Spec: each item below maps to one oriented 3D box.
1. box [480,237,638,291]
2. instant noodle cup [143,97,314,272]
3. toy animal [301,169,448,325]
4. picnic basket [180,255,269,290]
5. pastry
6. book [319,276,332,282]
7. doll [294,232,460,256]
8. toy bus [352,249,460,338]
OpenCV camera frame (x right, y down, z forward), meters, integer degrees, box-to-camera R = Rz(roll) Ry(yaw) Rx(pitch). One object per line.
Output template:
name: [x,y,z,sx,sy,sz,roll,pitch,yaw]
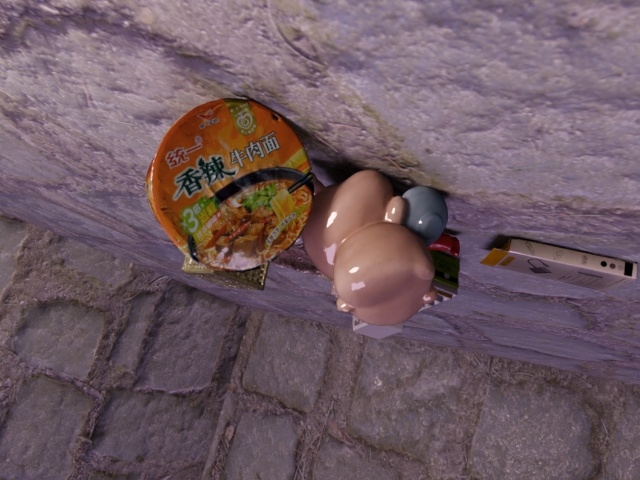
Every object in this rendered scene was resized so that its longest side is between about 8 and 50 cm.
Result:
box: [0.438,0.044,0.978,0.247,0.033,0.129,13,166,7]
instant noodle cup: [-0.152,-0.078,0.764,0.230,0.230,0.182,23,172,-31]
toy animal: [0.077,0.019,0.819,0.229,0.221,0.210,-1,144,24]
picnic basket: [-0.189,-0.008,1.089,0.134,0.196,0.154,23,163,-39]
pastry: [-0.033,0.040,1.287,0.265,0.112,0.103,24,-164,22]
book: [0.082,0.134,1.590,0.216,0.021,0.310,21,176,-22]
doll: [0.065,0.003,1.016,0.383,0.099,0.188,17,127,-3]
toy bus: [0.191,0.127,1.236,0.113,0.139,0.301,21,147,-25]
